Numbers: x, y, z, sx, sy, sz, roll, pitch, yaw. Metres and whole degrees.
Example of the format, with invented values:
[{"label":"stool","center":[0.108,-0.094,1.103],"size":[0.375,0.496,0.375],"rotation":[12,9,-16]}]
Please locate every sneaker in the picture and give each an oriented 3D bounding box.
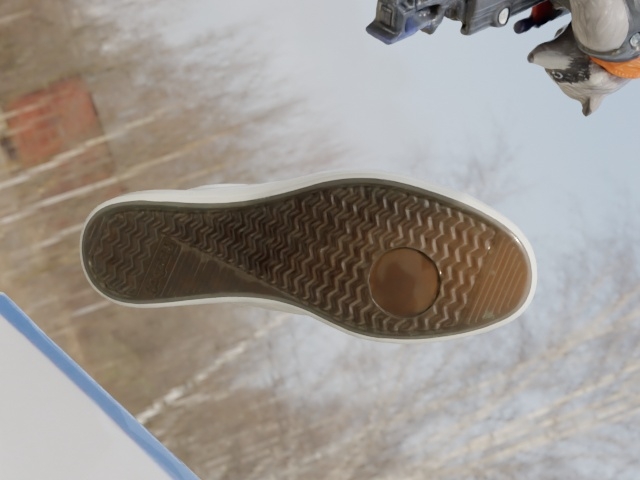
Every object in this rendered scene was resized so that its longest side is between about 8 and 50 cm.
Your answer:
[{"label":"sneaker","center":[0.000,0.000,0.886],"size":[0.123,0.290,0.106],"rotation":[-21,117,-74]}]

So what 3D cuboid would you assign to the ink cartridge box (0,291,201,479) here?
[{"label":"ink cartridge box","center":[-0.111,0.256,0.433],"size":[0.270,0.151,0.395],"rotation":[36,-54,39]}]

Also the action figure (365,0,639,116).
[{"label":"action figure","center":[0.211,-0.218,1.000],"size":[0.178,0.341,0.330],"rotation":[43,-29,26]}]
